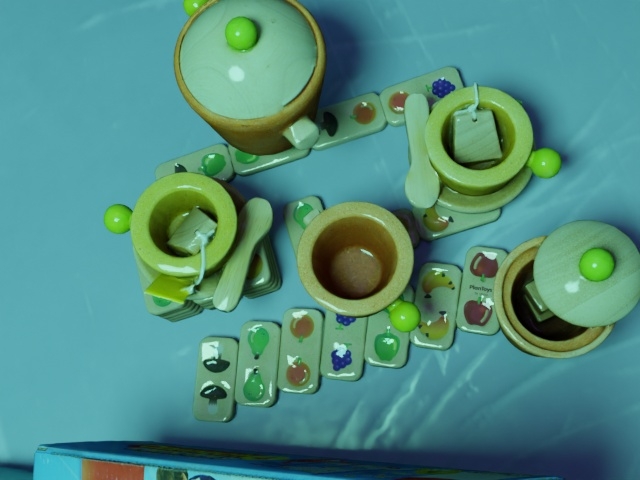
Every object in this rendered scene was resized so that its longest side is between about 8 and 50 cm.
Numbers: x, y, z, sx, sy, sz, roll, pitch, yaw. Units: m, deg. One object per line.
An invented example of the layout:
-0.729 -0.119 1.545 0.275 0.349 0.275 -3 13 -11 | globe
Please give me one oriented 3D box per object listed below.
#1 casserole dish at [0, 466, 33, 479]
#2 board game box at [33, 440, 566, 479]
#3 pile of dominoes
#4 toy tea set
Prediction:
-0.253 0.208 0.630 0.188 0.037 0.114 0 77 23 | casserole dish
-0.030 0.258 0.446 0.301 0.086 0.308 -7 80 44 | board game box
0.000 0.000 0.639 0.251 0.040 0.196 -18 74 8 | pile of dominoes
0.034 -0.039 0.575 0.335 0.124 0.200 13 77 7 | toy tea set
